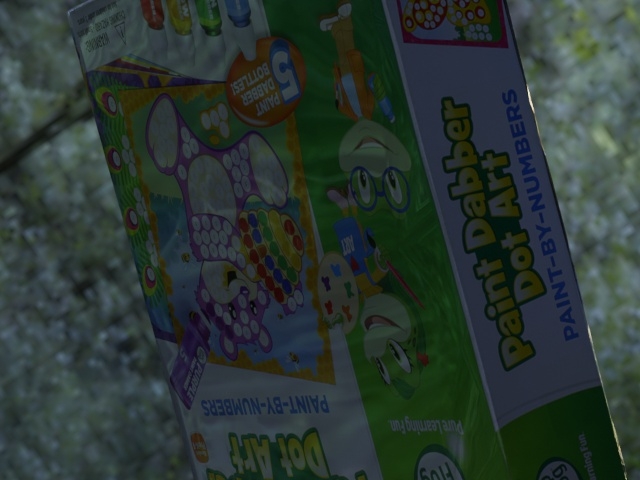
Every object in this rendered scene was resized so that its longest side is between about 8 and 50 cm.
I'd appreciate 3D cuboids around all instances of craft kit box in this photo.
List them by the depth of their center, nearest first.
[{"bbox_3d":[0.000,0.000,0.725,0.250,0.061,0.247,-11,-83,60],"label":"craft kit box"}]
